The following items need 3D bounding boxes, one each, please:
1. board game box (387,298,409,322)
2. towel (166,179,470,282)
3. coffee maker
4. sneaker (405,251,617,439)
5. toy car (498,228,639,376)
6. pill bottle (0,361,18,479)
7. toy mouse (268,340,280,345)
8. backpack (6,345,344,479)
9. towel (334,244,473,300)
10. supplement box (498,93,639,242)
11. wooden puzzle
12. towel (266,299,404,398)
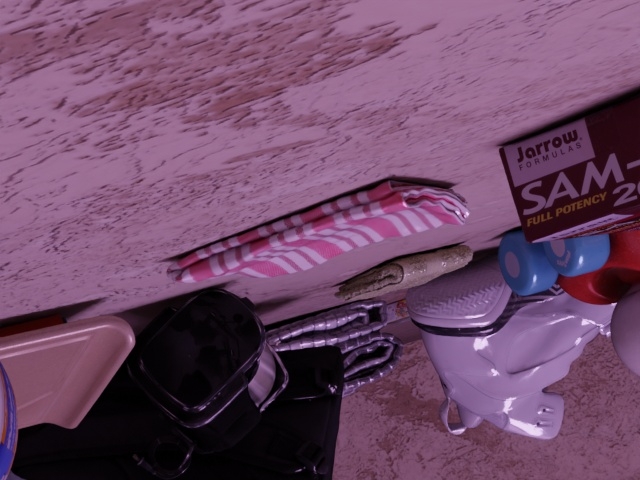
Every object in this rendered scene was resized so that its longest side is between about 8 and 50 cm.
[{"bbox_3d":[0.168,0.093,1.989,0.154,0.026,0.103,-20,172,24],"label":"board game box"},{"bbox_3d":[0.000,0.000,0.979,0.197,0.029,0.144,-20,171,24],"label":"towel"},{"bbox_3d":[-0.112,0.141,1.237,0.120,0.171,0.178,19,167,10],"label":"coffee maker"},{"bbox_3d":[0.294,0.112,1.613,0.366,0.210,0.137,-13,-162,-6],"label":"sneaker"},{"bbox_3d":[0.346,0.070,1.411,0.219,0.238,0.210,-13,172,-20],"label":"toy car"},{"bbox_3d":[-0.238,0.092,0.685,0.152,0.152,0.272,-14,172,-13],"label":"pill bottle"},{"bbox_3d":[-0.130,0.107,1.397,0.161,0.031,0.143,-3,-178,26],"label":"toy mouse"},{"bbox_3d":[-0.170,0.247,1.431,0.356,0.290,0.273,10,130,-2],"label":"backpack"},{"bbox_3d":[0.092,0.039,1.450,0.110,0.027,0.148,-13,172,-31],"label":"towel"},{"bbox_3d":[0.245,-0.055,0.937,0.130,0.073,0.239,-21,170,37],"label":"supplement box"},{"bbox_3d":[-0.295,0.123,1.089,0.239,0.044,0.221,-7,155,-29],"label":"wooden puzzle"},{"bbox_3d":[-0.047,0.184,1.816,0.284,0.121,0.235,-17,172,-14],"label":"towel"}]
